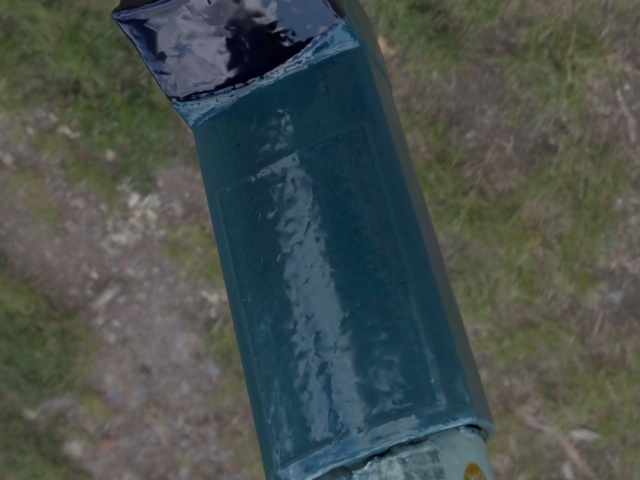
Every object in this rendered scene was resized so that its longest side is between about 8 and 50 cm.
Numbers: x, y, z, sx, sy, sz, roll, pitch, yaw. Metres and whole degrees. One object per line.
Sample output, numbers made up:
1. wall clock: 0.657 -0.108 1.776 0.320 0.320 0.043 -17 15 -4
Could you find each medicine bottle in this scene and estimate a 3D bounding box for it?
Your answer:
1. medicine bottle: 0.000 0.000 0.485 0.079 0.258 0.124 -23 151 14
